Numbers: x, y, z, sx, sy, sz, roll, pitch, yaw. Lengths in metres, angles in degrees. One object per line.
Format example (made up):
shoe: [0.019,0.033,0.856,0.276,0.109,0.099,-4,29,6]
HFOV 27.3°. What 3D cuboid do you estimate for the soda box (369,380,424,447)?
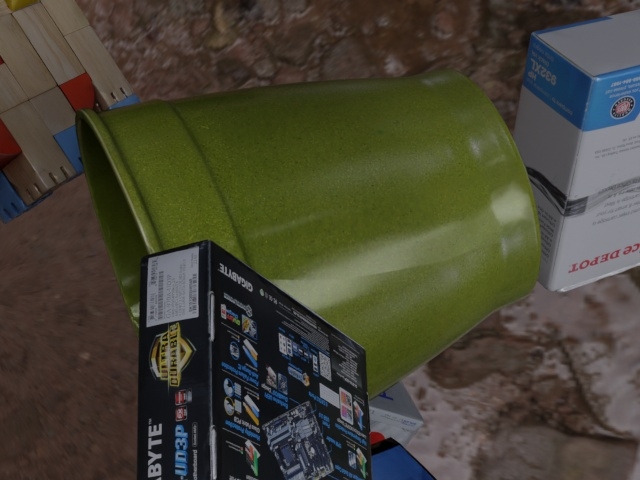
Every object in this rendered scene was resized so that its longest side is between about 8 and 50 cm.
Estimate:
soda box: [0.007,0.131,1.483,0.098,0.286,0.091,20,115,-33]

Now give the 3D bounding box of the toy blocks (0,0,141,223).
toy blocks: [-0.355,-0.147,1.463,0.261,0.190,0.381,57,42,-4]

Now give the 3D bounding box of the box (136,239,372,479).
box: [-0.032,0.120,0.809,0.051,0.220,0.175,-14,63,23]

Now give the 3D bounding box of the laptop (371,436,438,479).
laptop: [0.151,0.235,1.153,0.264,0.234,0.137,-14,86,25]

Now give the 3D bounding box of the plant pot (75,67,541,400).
plant pot: [0.000,0.000,1.227,0.352,0.366,0.367,-20,93,-13]

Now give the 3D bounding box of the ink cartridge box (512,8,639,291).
ink cartridge box: [0.358,-0.114,1.636,0.223,0.129,0.308,-16,130,-27]
